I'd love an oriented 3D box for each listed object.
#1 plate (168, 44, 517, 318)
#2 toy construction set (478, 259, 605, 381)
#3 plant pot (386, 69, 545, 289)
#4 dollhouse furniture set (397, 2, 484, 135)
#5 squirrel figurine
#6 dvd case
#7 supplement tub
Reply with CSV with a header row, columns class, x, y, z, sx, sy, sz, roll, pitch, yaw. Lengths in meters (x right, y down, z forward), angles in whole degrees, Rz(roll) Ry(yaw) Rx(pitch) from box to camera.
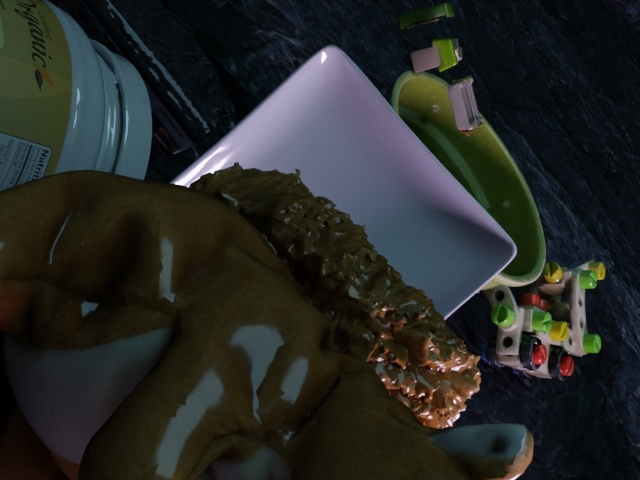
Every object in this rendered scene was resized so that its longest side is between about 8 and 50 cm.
class,x,y,z,sx,sy,sz,roll,pitch,yaw
plate,0.000,0.000,0.989,0.277,0.278,0.045,48,-4,-1
toy construction set,0.315,0.097,1.534,0.328,0.151,0.215,18,73,-37
plant pot,0.080,-0.016,1.197,0.276,0.254,0.276,35,37,-32
dollhouse furniture set,0.137,-0.192,1.166,0.076,0.059,0.151,-36,112,-66
squirrel figurine,-0.013,0.106,0.738,0.370,0.281,0.397,24,34,25
dvd case,-0.192,-0.156,0.967,0.022,0.253,0.180,-41,102,-14
supplement tub,-0.306,-0.099,0.748,0.316,0.228,0.228,16,51,-48
